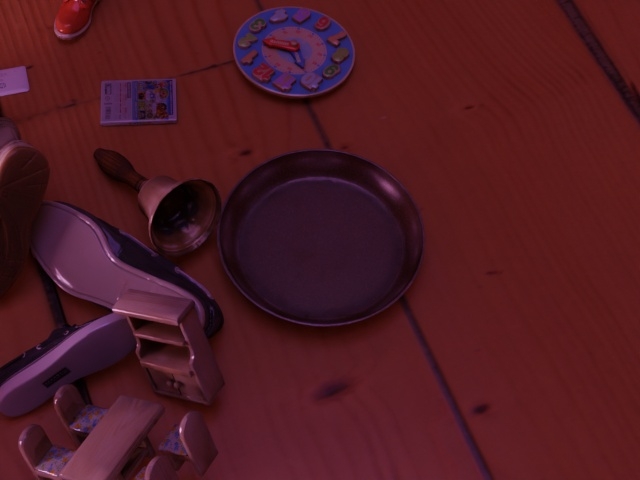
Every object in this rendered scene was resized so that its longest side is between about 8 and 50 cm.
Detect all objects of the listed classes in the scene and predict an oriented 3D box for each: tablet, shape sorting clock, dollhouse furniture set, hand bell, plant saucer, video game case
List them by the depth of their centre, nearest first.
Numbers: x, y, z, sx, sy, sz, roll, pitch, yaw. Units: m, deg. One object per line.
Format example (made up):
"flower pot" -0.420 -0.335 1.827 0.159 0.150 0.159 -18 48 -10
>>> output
"dollhouse furniture set" -0.245 0.205 1.435 0.212 0.161 0.242 7 43 29
"plant saucer" 0.000 0.000 1.680 0.311 0.050 0.310 2 59 -3
"hand bell" -0.270 -0.086 1.684 0.126 0.126 0.242 -36 48 -22
"video game case" -0.296 -0.226 1.820 0.122 0.011 0.087 -3 59 -5
"tablet" -0.522 -0.259 1.829 0.083 0.006 0.054 -12 61 -10
"shape sorting clock" -0.044 -0.320 1.875 0.206 0.040 0.206 2 59 -3

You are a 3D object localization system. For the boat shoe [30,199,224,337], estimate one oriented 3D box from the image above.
"boat shoe" -0.285 0.051 1.620 0.335 0.095 0.112 32 98 19

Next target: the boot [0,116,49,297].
"boot" -0.490 -0.042 1.639 0.095 0.261 0.203 16 13 -33

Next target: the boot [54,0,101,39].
"boot" -0.410 -0.414 1.885 0.059 0.084 0.157 16 61 4

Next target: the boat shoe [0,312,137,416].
"boat shoe" -0.352 0.154 1.539 0.229 0.080 0.076 -35 48 -2
